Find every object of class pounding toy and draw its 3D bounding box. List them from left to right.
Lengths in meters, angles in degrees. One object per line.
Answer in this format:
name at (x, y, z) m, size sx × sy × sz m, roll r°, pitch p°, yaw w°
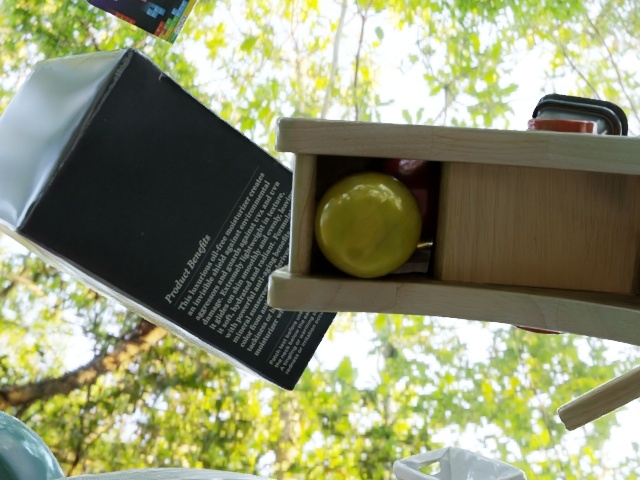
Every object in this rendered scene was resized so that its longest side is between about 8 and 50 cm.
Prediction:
pounding toy at (0.113, 0.029, 0.368) m, size 0.270 × 0.154 × 0.154 m, roll 3°, pitch -82°, yaw 1°

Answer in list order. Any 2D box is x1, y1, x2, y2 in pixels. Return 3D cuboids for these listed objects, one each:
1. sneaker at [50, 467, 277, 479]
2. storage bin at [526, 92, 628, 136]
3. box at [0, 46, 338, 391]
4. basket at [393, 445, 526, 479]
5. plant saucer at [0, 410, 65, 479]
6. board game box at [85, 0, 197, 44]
sneaker at (-0.145, 0.296, 0.801) m, size 0.108 × 0.169 × 0.293 m, roll -5°, pitch -11°, yaw 32°
storage bin at (0.210, -0.043, 0.758) m, size 0.098 × 0.091 × 0.135 m, roll 16°, pitch -52°, yaw 32°
box at (-0.161, -0.024, 0.856) m, size 0.294 × 0.296 × 0.182 m, roll 37°, pitch -102°, yaw -30°
basket at (0.192, 0.358, 1.214) m, size 0.113 × 0.167 × 0.103 m, roll -7°, pitch -87°, yaw -28°
plant saucer at (-0.445, 0.349, 1.028) m, size 0.318 × 0.317 × 0.043 m, roll -7°, pitch -16°, yaw 8°
board game box at (-0.210, -0.356, 1.131) m, size 0.141 × 0.048 × 0.170 m, roll 16°, pitch -70°, yaw -50°
